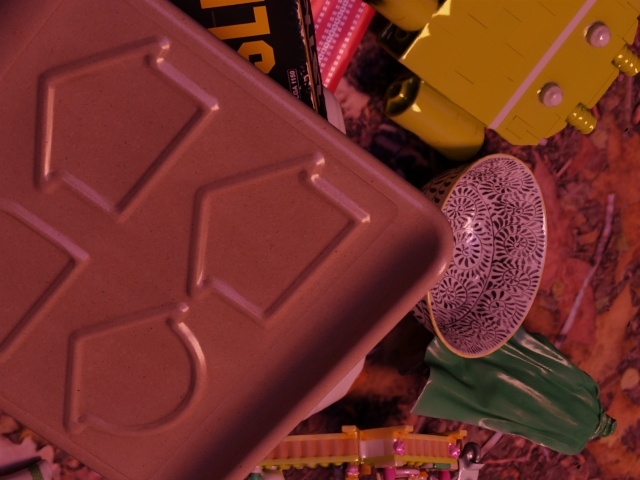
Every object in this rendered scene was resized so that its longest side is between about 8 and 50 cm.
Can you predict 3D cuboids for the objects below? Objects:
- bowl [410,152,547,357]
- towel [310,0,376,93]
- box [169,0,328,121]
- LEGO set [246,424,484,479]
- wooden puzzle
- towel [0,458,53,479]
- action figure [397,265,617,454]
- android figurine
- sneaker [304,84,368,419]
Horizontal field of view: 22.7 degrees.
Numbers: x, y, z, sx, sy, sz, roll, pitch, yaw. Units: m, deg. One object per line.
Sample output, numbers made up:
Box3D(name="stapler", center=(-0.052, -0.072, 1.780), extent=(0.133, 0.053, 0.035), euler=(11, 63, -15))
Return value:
Box3D(name="bowl", center=(0.110, 0.007, 1.330), extent=(0.170, 0.080, 0.170), euler=(-16, 112, -47))
Box3D(name="towel", center=(-0.063, -0.225, 1.191), extent=(0.275, 0.031, 0.199), euler=(22, 101, -32))
Box3D(name="box", center=(-0.131, -0.124, 1.111), extent=(0.257, 0.079, 0.322), euler=(-6, 117, 5))
Box3D(name="LEGO set", center=(0.020, 0.215, 1.342), extent=(0.287, 0.132, 0.107), euler=(4, 76, -29))
Box3D(name="wooden puzzle", center=(-0.134, -0.005, 1.093), extent=(0.348, 0.080, 0.322), euler=(38, 113, -11))
Box3D(name="towel", center=(-0.345, 0.328, 1.288), extent=(0.325, 0.038, 0.248), euler=(-18, 116, -16))
Box3D(name="action figure", center=(0.177, 0.131, 1.427), extent=(0.232, 0.063, 0.137), euler=(27, 72, -27))
Box3D(name="android figurine", center=(0.158, -0.177, 1.285), extent=(0.273, 0.056, 0.248), euler=(33, 100, -39))
Box3D(name="sneaker", center=(0.000, 0.000, 1.290), extent=(0.123, 0.106, 0.290), euler=(-18, 122, -39))
